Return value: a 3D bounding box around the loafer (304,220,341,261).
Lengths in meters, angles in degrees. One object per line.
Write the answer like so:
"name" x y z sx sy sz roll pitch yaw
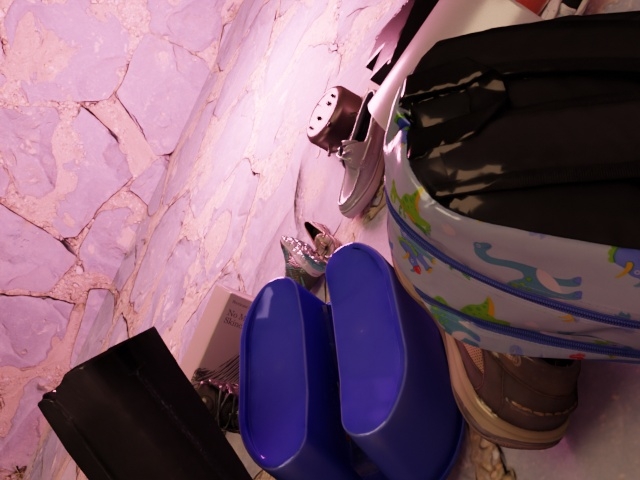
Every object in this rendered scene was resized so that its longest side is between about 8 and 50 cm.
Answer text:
"loafer" 0.000 0.000 1.163 0.045 0.039 0.125 -58 27 13

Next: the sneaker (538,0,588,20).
"sneaker" 0.292 -0.271 0.824 0.152 0.054 0.061 -61 0 11

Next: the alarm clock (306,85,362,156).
"alarm clock" 0.020 -0.257 1.326 0.129 0.064 0.192 -54 25 21

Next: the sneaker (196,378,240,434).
"sneaker" -0.124 0.284 1.035 0.228 0.130 0.087 18 91 51

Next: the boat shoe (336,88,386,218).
"boat shoe" 0.068 -0.153 1.121 0.079 0.081 0.227 9 76 63

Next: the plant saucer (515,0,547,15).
"plant saucer" 0.195 -0.261 0.960 0.259 0.048 0.258 -58 14 16

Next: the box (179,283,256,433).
"box" -0.195 0.231 1.247 0.094 0.113 0.274 18 85 63

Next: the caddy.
"caddy" 0.040 0.171 0.804 0.241 0.179 0.341 -25 41 18

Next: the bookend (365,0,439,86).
"bookend" 0.124 -0.277 0.992 0.156 0.072 0.157 -33 32 64

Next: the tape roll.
"tape roll" 0.196 -0.145 0.701 0.169 0.246 0.246 -54 29 21

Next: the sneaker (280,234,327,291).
"sneaker" -0.046 0.044 1.191 0.076 0.065 0.166 -64 25 12

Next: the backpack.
"backpack" 0.221 -0.037 0.464 0.273 0.356 0.289 102 176 -58

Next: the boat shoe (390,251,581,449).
"boat shoe" 0.176 0.038 0.685 0.355 0.133 0.130 -111 29 -44

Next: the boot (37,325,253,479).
"boot" -0.179 0.350 0.751 0.367 0.445 0.146 -37 4 33
